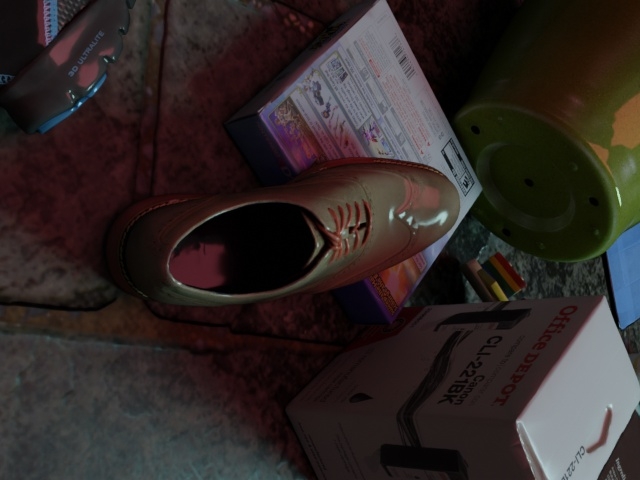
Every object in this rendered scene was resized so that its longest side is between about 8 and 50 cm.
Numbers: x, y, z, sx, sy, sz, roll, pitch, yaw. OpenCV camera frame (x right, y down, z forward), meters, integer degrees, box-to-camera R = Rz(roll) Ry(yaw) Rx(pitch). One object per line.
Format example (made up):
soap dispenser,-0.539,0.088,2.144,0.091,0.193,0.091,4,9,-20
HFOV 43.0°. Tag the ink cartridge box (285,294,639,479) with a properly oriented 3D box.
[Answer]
ink cartridge box,0.135,0.154,0.785,0.197,0.273,0.114,-39,112,-41

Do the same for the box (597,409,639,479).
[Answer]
box,0.215,0.345,0.902,0.381,0.191,0.143,-40,113,-39

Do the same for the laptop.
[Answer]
laptop,0.646,-0.101,1.370,0.382,0.408,0.236,-17,63,-45

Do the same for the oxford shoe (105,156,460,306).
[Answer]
oxford shoe,0.000,0.000,0.713,0.348,0.130,0.123,-15,103,-27

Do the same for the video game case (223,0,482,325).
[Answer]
video game case,0.051,-0.087,0.884,0.244,0.061,0.269,-51,119,-37

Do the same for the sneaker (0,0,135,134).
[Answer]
sneaker,-0.179,-0.251,0.633,0.140,0.125,0.341,40,56,-29

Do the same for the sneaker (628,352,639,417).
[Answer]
sneaker,0.565,0.249,1.334,0.229,0.092,0.087,29,63,-40

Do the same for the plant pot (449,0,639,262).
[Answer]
plant pot,0.348,-0.169,1.021,0.353,0.366,0.366,-44,115,-27

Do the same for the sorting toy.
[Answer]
sorting toy,0.223,0.071,0.956,0.132,0.046,0.274,55,3,6
